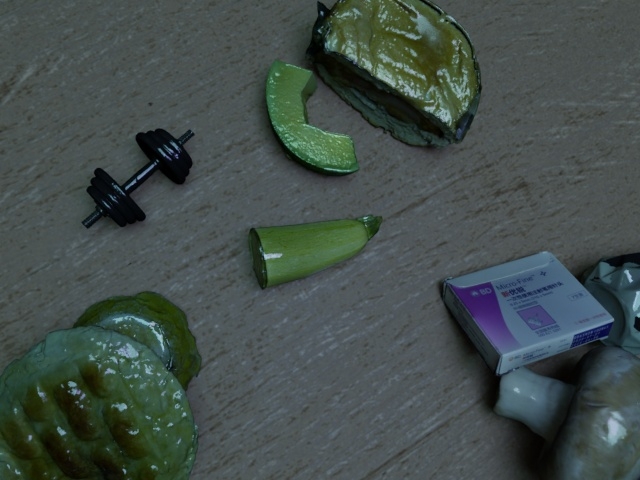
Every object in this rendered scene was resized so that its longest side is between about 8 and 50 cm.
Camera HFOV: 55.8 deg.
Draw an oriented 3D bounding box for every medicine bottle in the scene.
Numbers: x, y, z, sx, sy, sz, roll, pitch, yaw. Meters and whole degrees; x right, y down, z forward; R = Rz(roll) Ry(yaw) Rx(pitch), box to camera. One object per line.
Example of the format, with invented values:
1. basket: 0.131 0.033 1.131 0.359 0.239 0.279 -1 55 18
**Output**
1. medicine bottle: 0.317 0.109 0.946 0.201 0.052 0.171 -14 43 -12

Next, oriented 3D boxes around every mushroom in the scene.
1. mushroom: 0.370 0.258 0.899 0.244 0.243 0.243 2 81 -10

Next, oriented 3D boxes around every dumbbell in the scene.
1. dumbbell: -0.265 -0.092 0.887 0.099 0.099 0.208 45 75 -1

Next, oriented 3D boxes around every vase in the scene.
1. vase: 0.609 0.068 0.999 0.360 0.165 0.165 -15 84 -17

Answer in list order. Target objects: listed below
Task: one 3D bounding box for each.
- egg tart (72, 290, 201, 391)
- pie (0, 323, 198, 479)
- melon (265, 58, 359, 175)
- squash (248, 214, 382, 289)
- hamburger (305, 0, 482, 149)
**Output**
1. egg tart: -0.272 0.167 0.855 0.197 0.078 0.197 1 83 -7
2. pie: -0.301 0.261 0.790 0.306 0.071 0.306 0 105 2
3. melon: -0.024 -0.189 0.968 0.118 0.064 0.209 -16 82 -12
4. squash: 0.000 0.000 0.936 0.224 0.094 0.094 -16 84 -19
5. hamburger: 0.133 -0.302 0.977 0.309 0.132 0.211 32 76 -5
